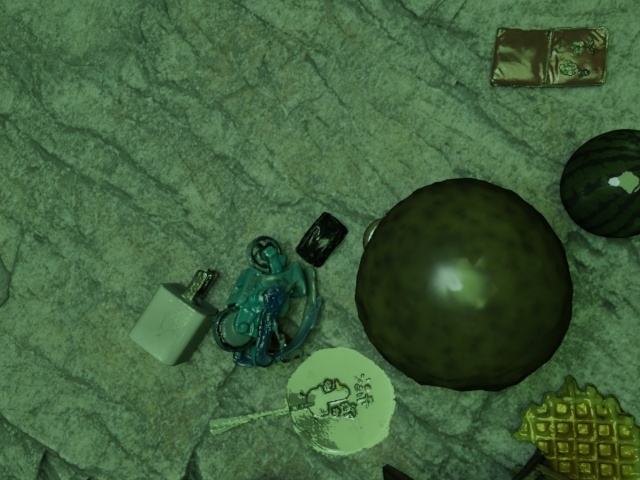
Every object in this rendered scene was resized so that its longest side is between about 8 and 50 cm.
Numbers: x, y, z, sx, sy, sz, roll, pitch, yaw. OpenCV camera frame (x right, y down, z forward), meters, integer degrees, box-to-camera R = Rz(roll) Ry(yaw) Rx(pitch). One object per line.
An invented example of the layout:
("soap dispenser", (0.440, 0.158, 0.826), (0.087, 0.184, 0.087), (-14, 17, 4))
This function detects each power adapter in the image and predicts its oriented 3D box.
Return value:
("power adapter", (-0.296, 0.149, 1.298), (0.125, 0.130, 0.204), (34, 91, 10))

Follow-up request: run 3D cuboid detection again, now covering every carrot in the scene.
("carrot", (-0.098, 0.212, 1.303), (0.139, 0.048, 0.048), (41, 93, 9))

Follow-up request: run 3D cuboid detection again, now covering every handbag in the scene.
("handbag", (0.000, 0.000, 1.254), (0.072, 0.139, 0.115), (39, 92, 1))

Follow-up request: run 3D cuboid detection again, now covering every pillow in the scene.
("pillow", (0.475, -0.381, 1.249), (0.233, 0.043, 0.126), (3, 88, 10))

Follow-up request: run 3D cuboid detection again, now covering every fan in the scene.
("fan", (-0.043, 0.362, 1.301), (0.415, 0.012, 0.232), (-11, 84, 6))

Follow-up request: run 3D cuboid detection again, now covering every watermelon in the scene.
("watermelon", (0.564, -0.104, 1.134), (0.212, 0.212, 0.212), (-1, 86, 9))

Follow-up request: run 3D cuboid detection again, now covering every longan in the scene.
("longan", (0.256, 0.085, 1.096), (0.391, 0.391, 0.390), (-1, 86, 9))

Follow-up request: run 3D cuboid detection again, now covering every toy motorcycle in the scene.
("toy motorcycle", (-0.102, 0.137, 1.238), (0.206, 0.154, 0.260), (33, 64, -21))

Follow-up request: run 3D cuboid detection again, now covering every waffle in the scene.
("waffle", (0.515, 0.414, 1.187), (0.261, 0.056, 0.250), (43, 94, 11))

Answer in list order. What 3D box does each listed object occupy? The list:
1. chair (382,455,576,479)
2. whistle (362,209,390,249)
("chair", (0.352, 0.536, 1.124), (0.241, 0.416, 0.203), (-23, 115, -31))
("whistle", (0.144, 0.044, 1.272), (0.107, 0.057, 0.219), (-2, 91, -4))
